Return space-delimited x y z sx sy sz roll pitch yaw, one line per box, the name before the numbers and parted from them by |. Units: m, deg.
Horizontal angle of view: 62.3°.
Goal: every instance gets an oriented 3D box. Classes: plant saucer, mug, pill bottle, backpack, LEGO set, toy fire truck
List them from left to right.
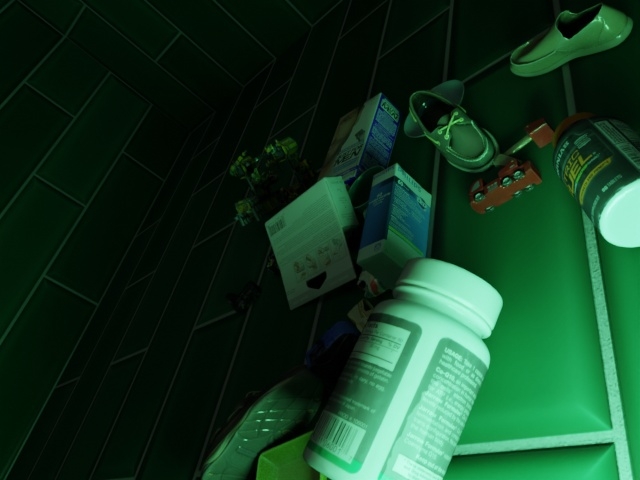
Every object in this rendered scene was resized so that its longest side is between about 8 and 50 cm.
LEGO set | -0.193 -0.184 1.757 0.331 0.254 0.192 -5 25 41
plant saucer | -0.050 0.473 0.997 0.188 0.045 0.188 -34 33 30
backpack | 0.036 0.226 1.100 0.120 0.098 0.101 -48 24 10
mug | 0.138 -0.096 1.325 0.129 0.097 0.157 3 60 57
pill bottle | 0.140 0.222 0.833 0.204 0.204 0.361 2 58 57
plant saucer | 0.311 -0.344 1.419 0.195 0.037 0.195 -36 32 27
toy fire truck | 0.384 -0.148 1.067 0.192 0.047 0.135 -33 33 34
pill bottle | 0.453 -0.111 0.832 0.130 0.130 0.245 -39 30 24

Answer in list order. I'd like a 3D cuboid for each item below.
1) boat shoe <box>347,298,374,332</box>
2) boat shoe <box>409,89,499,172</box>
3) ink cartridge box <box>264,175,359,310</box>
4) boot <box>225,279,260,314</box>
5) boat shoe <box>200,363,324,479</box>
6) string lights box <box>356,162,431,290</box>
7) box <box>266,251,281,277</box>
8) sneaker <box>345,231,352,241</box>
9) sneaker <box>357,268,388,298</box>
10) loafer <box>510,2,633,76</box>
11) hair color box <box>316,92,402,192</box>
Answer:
boat shoe | 0.109 0.167 1.096 0.059 0.063 0.170 -57 27 3
boat shoe | 0.301 -0.261 1.239 0.109 0.091 0.305 -46 40 14
ink cartridge box | -0.014 0.015 1.363 0.296 0.066 0.261 -32 71 48
boot | -0.240 0.166 1.646 0.099 0.045 0.121 -54 35 1
boat shoe | -0.138 0.383 1.145 0.355 0.132 0.130 -45 28 10
string lights box | 0.169 -0.031 1.162 0.077 0.133 0.259 -27 36 40
box | -0.115 0.057 1.576 0.083 0.052 0.062 -37 33 25
sneaker | 0.000 0.000 1.456 0.235 0.090 0.094 2 80 54
sneaker | 0.110 0.070 1.214 0.075 0.057 0.161 -38 33 15
loafer | 0.525 -0.442 1.151 0.269 0.092 0.101 -9 50 53
hair color box | 0.109 -0.252 1.545 0.185 0.110 0.338 -22 38 45
